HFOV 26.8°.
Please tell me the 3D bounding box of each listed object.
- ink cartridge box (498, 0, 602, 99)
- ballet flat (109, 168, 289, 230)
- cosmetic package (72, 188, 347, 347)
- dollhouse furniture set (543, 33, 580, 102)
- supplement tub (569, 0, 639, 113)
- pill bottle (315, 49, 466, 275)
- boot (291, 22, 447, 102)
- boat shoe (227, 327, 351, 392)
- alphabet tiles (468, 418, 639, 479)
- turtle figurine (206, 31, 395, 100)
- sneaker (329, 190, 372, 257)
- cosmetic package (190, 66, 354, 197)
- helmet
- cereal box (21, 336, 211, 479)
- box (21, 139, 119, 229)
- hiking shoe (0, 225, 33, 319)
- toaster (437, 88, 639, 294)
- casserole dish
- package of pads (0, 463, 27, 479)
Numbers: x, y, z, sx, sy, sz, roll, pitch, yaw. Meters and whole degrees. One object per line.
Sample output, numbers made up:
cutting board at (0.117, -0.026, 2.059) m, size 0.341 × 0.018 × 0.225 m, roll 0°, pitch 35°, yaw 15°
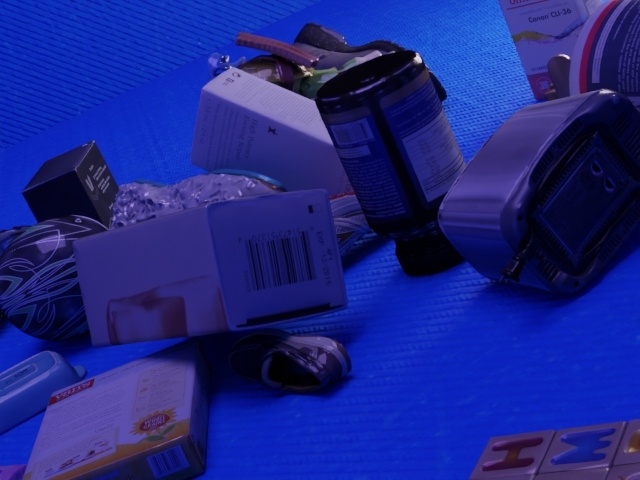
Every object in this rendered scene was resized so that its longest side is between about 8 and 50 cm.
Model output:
ink cartridge box at (0.311, -0.294, 1.781) m, size 0.115 × 0.198 × 0.067 m, roll -7°, pitch 25°, yaw 44°
ballet flat at (-0.163, -0.005, 1.746) m, size 0.147 × 0.147 × 0.409 m, roll -34°, pitch 17°, yaw -27°
cosmetic package at (-0.123, 0.034, 1.412) m, size 0.153 × 0.129 × 0.296 m, roll -10°, pitch 0°, yaw -35°
dollhouse furniture set at (0.339, -0.215, 1.640) m, size 0.144 × 0.123 × 0.151 m, roll -12°, pitch 21°, yaw 33°
supplement tub at (0.391, -0.158, 1.303) m, size 0.191 × 0.191 × 0.272 m, roll -32°, pitch 19°, yaw -22°
pill bottle at (0.089, -0.079, 1.423) m, size 0.123 × 0.219 × 0.123 m, roll -22°, pitch 18°, yaw 7°
boot at (0.021, -0.202, 2.065) m, size 0.223 × 0.118 × 0.338 m, roll -50°, pitch 39°, yaw -16°
boat shoe at (-0.041, 0.118, 1.299) m, size 0.152 × 0.056 × 0.049 m, roll -7°, pitch 20°, yaw 43°
alphabet tiles at (0.170, 0.199, 0.872) m, size 0.342 × 0.011 × 0.285 m, roll -13°, pitch 21°, yaw 32°
turtle figurine at (-0.015, -0.162, 1.880) m, size 0.266 × 0.275 × 0.198 m, roll -16°, pitch -22°, yaw -9°
sneaker at (0.000, 0.000, 1.559) m, size 0.225 × 0.093 × 0.088 m, roll -15°, pitch -3°, yaw -21°
cosmetic package at (-0.039, -0.114, 1.675) m, size 0.231 × 0.117 × 0.085 m, roll 24°, pitch 37°, yaw 16°
helmet at (-0.327, 0.048, 1.703) m, size 0.169 × 0.169 × 0.161 m, roll -27°, pitch 2°, yaw -7°
cereal box at (-0.195, 0.185, 1.324) m, size 0.173 × 0.047 × 0.240 m, roll -21°, pitch 17°, yaw 5°
box at (-0.354, -0.044, 2.001) m, size 0.093 × 0.158 × 0.156 m, roll -22°, pitch 17°, yaw 9°
hiking shoe at (-0.480, 0.089, 1.919) m, size 0.132 × 0.113 × 0.304 m, roll 24°, pitch 49°, yaw 39°
toaster at (0.213, -0.039, 1.283) m, size 0.227 × 0.129 × 0.146 m, roll -51°, pitch 22°, yaw -16°
casserole dish at (-0.365, 0.183, 1.572) m, size 0.188 × 0.037 × 0.114 m, roll -28°, pitch 19°, yaw -14°
package of pads at (-0.327, 0.249, 1.339) m, size 0.083 × 0.032 × 0.050 m, roll -11°, pitch 21°, yaw 36°
